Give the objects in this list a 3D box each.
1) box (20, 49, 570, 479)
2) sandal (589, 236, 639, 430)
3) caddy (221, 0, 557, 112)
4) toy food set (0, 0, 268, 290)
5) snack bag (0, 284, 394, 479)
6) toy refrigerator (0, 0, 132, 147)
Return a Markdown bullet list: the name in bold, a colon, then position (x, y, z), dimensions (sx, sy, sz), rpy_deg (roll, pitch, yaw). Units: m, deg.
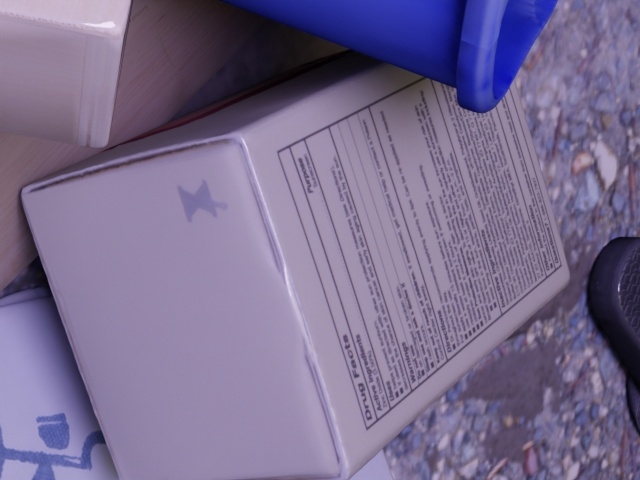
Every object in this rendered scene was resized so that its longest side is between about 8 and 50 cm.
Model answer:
- **box**: position (0.000, 0.000, 0.714), dimensions (0.232, 0.127, 0.148), rpy_deg (-31, 107, -52)
- **sandal**: position (0.260, 0.099, 1.145), dimensions (0.097, 0.054, 0.254), rpy_deg (-47, 120, -33)
- **caddy**: position (0.075, -0.192, 0.612), dimensions (0.341, 0.179, 0.241), rpy_deg (-54, 159, -61)
- **toy food set**: position (-0.115, -0.130, 0.652), dimensions (0.306, 0.092, 0.219), rpy_deg (-50, 159, -25)
- **snack bag**: position (-0.082, 0.165, 0.720), dimensions (0.343, 0.037, 0.323), rpy_deg (-13, 76, -39)
- **toy refrigerator**: position (-0.094, -0.173, 0.494), dimensions (0.102, 0.094, 0.269), rpy_deg (9, 69, -8)
